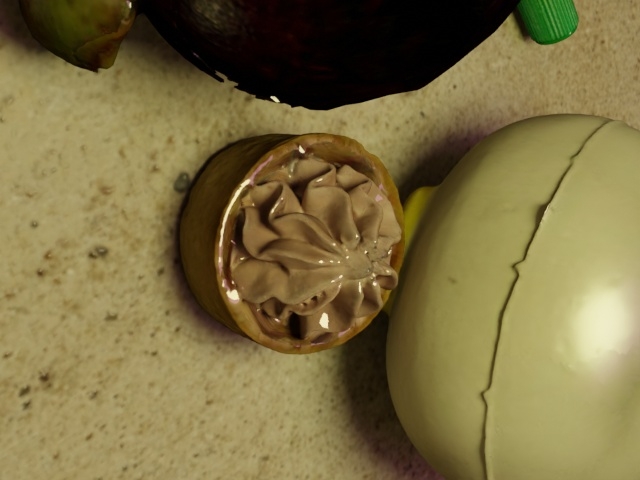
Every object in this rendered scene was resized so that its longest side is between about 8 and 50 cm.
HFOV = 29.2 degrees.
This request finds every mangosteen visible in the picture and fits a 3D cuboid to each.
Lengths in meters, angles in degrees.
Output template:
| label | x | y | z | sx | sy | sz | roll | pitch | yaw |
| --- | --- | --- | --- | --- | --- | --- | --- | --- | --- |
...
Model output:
| label | x | y | z | sx | sy | sz | roll | pitch | yaw |
| --- | --- | --- | --- | --- | --- | --- | --- | --- | --- |
| mangosteen | -0.022 | -0.268 | 0.878 | 0.421 | 0.381 | 0.380 | -20 | 108 | -23 |

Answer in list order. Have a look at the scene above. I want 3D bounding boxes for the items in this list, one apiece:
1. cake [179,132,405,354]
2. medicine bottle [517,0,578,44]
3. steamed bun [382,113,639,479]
| label | x | y | z | sx | sy | sz | roll | pitch | yaw |
| --- | --- | --- | --- | --- | --- | --- | --- | --- | --- |
| cake | 0.000 | 0.000 | 1.044 | 0.208 | 0.178 | 0.185 | -24 | 109 | -39 |
| medicine bottle | 0.187 | -0.336 | 1.228 | 0.111 | 0.076 | 0.309 | -39 | 118 | -19 |
| steamed bun | 0.220 | 0.067 | 1.150 | 0.334 | 0.334 | 0.373 | 34 | 75 | -38 |
